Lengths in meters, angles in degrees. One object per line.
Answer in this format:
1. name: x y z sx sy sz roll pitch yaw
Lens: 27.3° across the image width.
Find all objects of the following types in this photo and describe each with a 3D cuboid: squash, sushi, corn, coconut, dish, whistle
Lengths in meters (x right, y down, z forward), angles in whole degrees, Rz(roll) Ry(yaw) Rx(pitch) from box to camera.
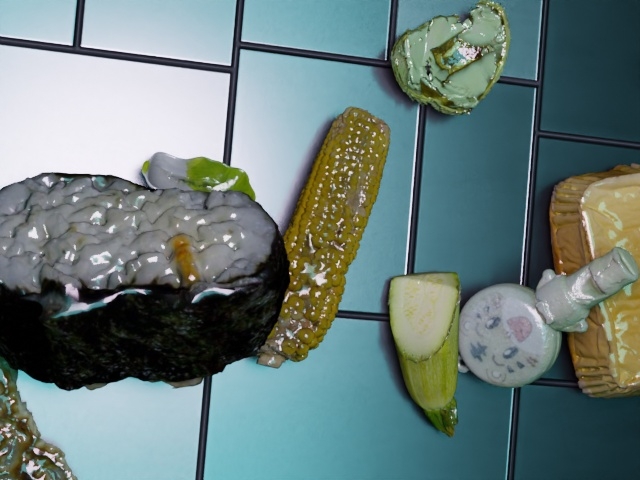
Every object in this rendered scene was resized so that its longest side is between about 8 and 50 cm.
1. squash: 0.131 0.139 1.565 0.090 0.075 0.200 -6 90 3
2. sushi: -0.206 0.045 1.406 0.350 0.171 0.211 0 46 -5
3. corn: 0.000 0.000 1.527 0.097 0.097 0.320 23 81 -13
4. coconut: 0.157 -0.215 1.592 0.158 0.055 0.133 -12 93 -14
5. dish: -0.145 -0.053 1.510 0.137 0.039 0.091 19 49 -16
6. whistle: 0.260 0.088 1.553 0.258 0.067 0.126 -36 81 30

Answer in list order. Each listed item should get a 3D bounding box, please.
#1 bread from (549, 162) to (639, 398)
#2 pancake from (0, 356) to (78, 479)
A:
1. bread: 0.373 0.051 1.611 0.152 0.119 0.288 -10 90 -12
2. pancake: -0.387 0.306 1.428 0.305 0.067 0.427 -34 96 -14
